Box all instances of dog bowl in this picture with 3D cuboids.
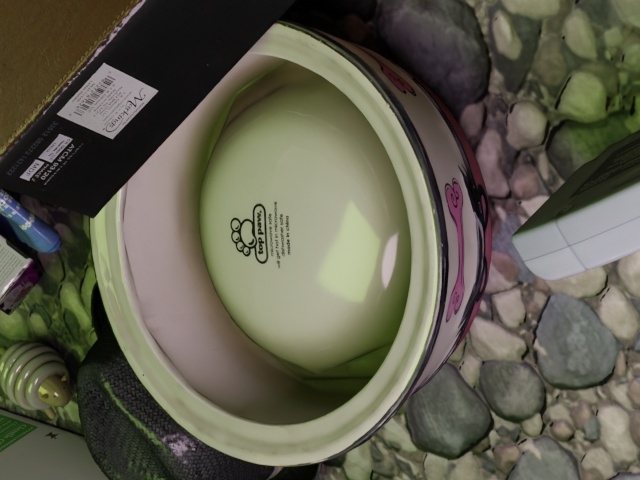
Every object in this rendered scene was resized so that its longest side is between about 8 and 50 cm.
[{"bbox_3d":[-0.021,-0.006,1.364,0.408,0.150,0.408,8,103,36],"label":"dog bowl"}]

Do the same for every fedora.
[{"bbox_3d":[-0.159,0.191,1.602,0.334,0.152,0.334,23,137,23],"label":"fedora"}]

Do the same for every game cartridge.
[{"bbox_3d":[0.289,-0.064,1.115,0.294,0.196,0.060,-29,94,44],"label":"game cartridge"}]

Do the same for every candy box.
[{"bbox_3d":[-0.442,-0.013,1.717,0.233,0.071,0.159,38,170,0],"label":"candy box"}]

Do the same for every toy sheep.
[{"bbox_3d":[-0.358,0.169,1.830,0.132,0.091,0.091,25,127,32],"label":"toy sheep"}]

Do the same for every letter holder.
[{"bbox_3d":[-0.193,-0.210,1.259,0.302,0.152,0.214,-45,61,14],"label":"letter holder"}]

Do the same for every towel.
[{"bbox_3d":[-0.441,-0.099,1.613,0.336,0.040,0.243,40,171,-23],"label":"towel"}]

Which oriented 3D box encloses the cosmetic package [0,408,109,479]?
[{"bbox_3d":[-0.337,0.355,1.839,0.365,0.197,0.155,10,119,32],"label":"cosmetic package"}]
